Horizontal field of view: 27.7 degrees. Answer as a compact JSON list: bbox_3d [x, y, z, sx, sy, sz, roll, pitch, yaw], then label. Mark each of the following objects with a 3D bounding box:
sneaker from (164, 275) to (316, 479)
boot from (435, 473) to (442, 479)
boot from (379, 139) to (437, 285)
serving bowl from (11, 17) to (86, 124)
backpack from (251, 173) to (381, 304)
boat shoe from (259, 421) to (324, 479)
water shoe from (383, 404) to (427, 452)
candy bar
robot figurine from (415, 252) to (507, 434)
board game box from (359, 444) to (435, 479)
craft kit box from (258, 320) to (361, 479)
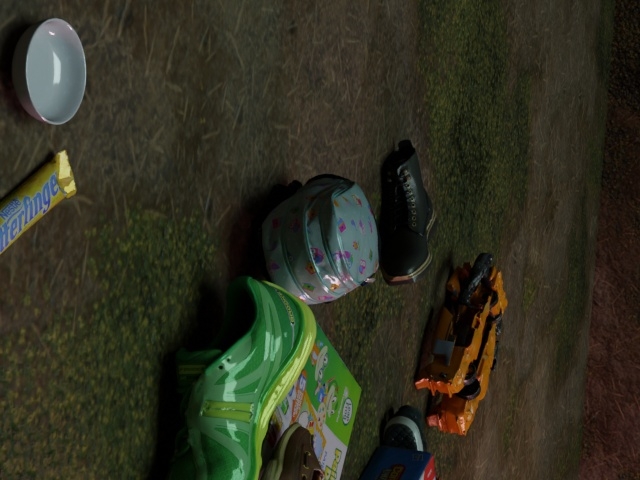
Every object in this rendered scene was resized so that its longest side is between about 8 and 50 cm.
[{"bbox_3d":[-0.108,0.165,1.281,0.123,0.109,0.295,40,57,-29],"label":"sneaker"},{"bbox_3d":[0.178,0.387,2.024,0.158,0.085,0.059,70,33,-43],"label":"boot"},{"bbox_3d":[0.111,-0.039,1.819,0.198,0.077,0.137,-76,155,-58],"label":"boot"},{"bbox_3d":[-0.218,-0.133,1.020,0.083,0.027,0.083,3,90,-69],"label":"serving bowl"},{"bbox_3d":[0.000,0.000,1.427,0.152,0.115,0.182,67,22,-4],"label":"backpack"},{"bbox_3d":[-0.028,0.243,1.329,0.178,0.060,0.064,-58,173,-74],"label":"boat shoe"},{"bbox_3d":[0.141,0.343,1.937,0.080,0.073,0.203,-51,140,-59],"label":"water shoe"},{"bbox_3d":[-0.236,-0.018,1.007,0.161,0.018,0.040,-55,143,-53],"label":"candy bar"},{"bbox_3d":[0.239,0.159,2.136,0.211,0.085,0.291,72,31,-44],"label":"robot figurine"},{"bbox_3d":[0.085,0.498,1.803,0.308,0.086,0.301,-50,138,-56],"label":"board game box"},{"bbox_3d":[-0.035,0.233,1.508,0.246,0.061,0.249,63,37,-57],"label":"craft kit box"}]
